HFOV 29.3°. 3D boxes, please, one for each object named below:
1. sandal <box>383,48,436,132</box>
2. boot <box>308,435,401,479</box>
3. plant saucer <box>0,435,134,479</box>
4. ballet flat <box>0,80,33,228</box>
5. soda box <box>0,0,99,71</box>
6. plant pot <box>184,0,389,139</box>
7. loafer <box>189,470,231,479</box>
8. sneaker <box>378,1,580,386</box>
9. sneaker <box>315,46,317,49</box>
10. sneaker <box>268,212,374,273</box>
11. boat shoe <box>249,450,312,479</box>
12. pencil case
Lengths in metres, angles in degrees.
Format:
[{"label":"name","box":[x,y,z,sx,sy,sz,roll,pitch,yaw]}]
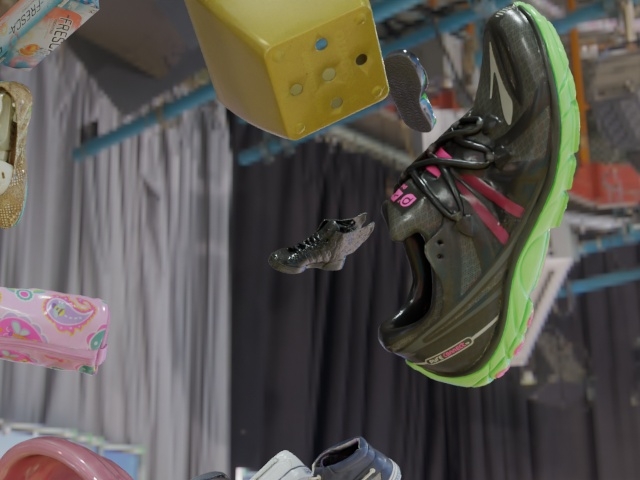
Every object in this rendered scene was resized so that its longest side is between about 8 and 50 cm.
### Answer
[{"label":"sandal","box":[0.185,-0.319,2.539,0.097,0.054,0.254,19,-23,23]},{"label":"boot","box":[0.005,0.317,1.597,0.190,0.069,0.086,-33,-59,20]},{"label":"plant saucer","box":[-0.304,0.407,1.586,0.332,0.332,0.084,-19,-2,43]},{"label":"ballet flat","box":[-0.436,-0.120,1.664,0.073,0.206,0.067,-6,-13,25]},{"label":"soda box","box":[-0.381,-0.306,1.691,0.058,0.063,0.183,12,-32,-43]},{"label":"plant pot","box":[-0.028,-0.251,1.539,0.212,0.187,0.212,-25,-47,-9]},{"label":"loafer","box":[-0.157,0.346,1.331,0.095,0.109,0.302,27,20,19]},{"label":"sneaker","box":[0.184,-0.057,1.501,0.202,0.483,0.185,11,6,-9]},{"label":"sneaker","box":[-0.055,-0.315,2.017,0.069,0.185,0.084,-21,-61,17]},{"label":"sneaker","box":[0.001,0.002,1.902,0.170,0.051,0.089,-1,-55,-38]},{"label":"boat shoe","box":[-0.119,0.432,1.886,0.258,0.084,0.095,-41,-42,-8]},{"label":"pencil case","box":[-0.451,0.124,1.774,0.284,0.124,0.124,9,-21,-19]}]
